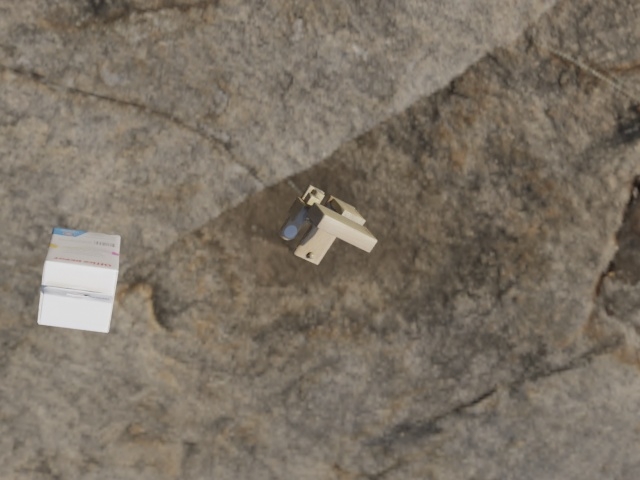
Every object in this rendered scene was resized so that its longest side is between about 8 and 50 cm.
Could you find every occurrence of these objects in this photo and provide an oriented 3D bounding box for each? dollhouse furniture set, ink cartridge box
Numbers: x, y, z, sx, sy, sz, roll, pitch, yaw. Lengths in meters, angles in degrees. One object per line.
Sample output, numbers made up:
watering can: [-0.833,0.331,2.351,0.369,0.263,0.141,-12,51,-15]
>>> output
dollhouse furniture set: [0.000,0.000,1.569,0.144,0.151,0.123,25,105,-33]
ink cartridge box: [-0.312,0.053,1.216,0.092,0.143,0.090,8,110,-12]
